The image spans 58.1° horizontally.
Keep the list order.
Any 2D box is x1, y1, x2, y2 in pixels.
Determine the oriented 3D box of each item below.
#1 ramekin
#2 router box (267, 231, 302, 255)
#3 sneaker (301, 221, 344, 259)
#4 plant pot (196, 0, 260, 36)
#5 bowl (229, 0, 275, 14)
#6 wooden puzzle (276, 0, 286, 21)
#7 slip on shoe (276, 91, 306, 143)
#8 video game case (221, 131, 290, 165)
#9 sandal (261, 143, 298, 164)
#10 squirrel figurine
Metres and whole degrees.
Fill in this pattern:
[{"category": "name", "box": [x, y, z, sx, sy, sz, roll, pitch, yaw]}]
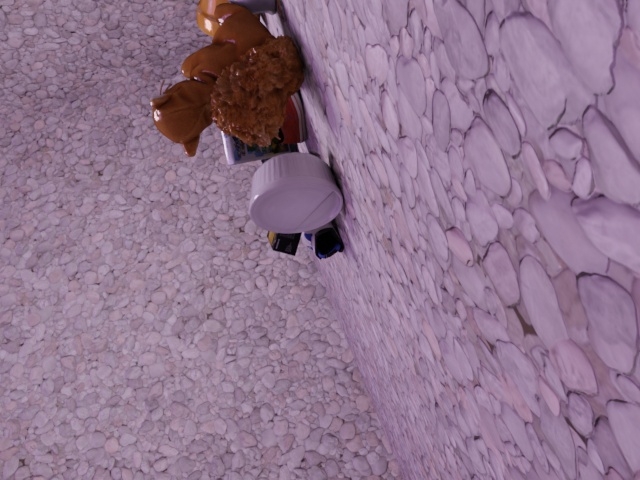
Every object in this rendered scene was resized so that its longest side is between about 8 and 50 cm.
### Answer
[{"category": "ramekin", "box": [-0.076, -0.139, 1.657, 0.273, 0.272, 0.127, 79, -179, -61]}, {"category": "router box", "box": [-0.092, -0.126, 1.915, 0.243, 0.081, 0.309, -132, 59, -76]}, {"category": "sneaker", "box": [0.000, -0.001, 2.076, 0.315, 0.127, 0.182, 85, 166, -66]}, {"category": "plant pot", "box": [-0.291, -0.772, 1.818, 0.188, 0.205, 0.205, 99, 153, -49]}, {"category": "bowl", "box": [-0.232, -0.743, 1.558, 0.298, 0.134, 0.298, 160, 90, -86]}, {"category": "wooden puzzle", "box": [-0.101, -0.594, 1.470, 0.083, 0.006, 0.049, 75, 172, -49]}, {"category": "slip on shoe", "box": [-0.113, -0.413, 1.789, 0.331, 0.101, 0.123, 82, 169, -61]}, {"category": "video game case", "box": [-0.217, -0.408, 1.846, 0.329, 0.036, 0.300, -25, -72, -59]}, {"category": "sandal", "box": [-0.174, -0.371, 2.299, 0.446, 0.167, 0.107, 84, 168, -46]}, {"category": "squirrel figurine", "box": [-0.249, -0.388, 1.489, 0.397, 0.370, 0.281, 29, 152, 44]}]
